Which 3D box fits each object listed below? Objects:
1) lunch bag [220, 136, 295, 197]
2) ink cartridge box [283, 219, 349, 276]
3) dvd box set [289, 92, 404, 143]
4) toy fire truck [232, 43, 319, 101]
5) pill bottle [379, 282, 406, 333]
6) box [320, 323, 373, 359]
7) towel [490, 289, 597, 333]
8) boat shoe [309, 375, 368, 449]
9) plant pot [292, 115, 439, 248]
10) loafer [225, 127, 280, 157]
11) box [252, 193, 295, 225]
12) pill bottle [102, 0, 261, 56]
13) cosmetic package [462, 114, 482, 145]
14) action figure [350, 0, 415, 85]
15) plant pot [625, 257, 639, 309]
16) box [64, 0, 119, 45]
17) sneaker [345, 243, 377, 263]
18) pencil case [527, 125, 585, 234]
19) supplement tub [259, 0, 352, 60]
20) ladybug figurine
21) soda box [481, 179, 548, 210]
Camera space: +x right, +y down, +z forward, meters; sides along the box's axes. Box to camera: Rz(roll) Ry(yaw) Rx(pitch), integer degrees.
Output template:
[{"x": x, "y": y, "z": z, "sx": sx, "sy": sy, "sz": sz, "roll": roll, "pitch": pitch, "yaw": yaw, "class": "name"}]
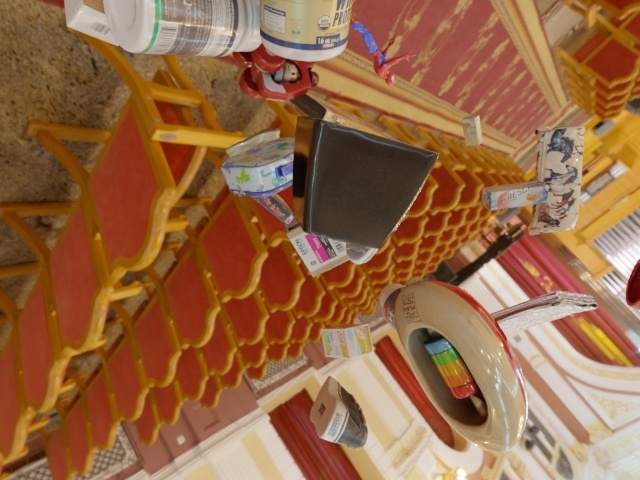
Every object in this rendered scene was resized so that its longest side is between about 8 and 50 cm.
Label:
[{"x": -0.109, "y": -0.177, "z": 1.028, "sx": 0.219, "sy": 0.176, "sz": 0.090, "roll": -36, "pitch": 122, "yaw": -39, "class": "lunch bag"}, {"x": 0.000, "y": 0.000, "z": 1.654, "sx": 0.193, "sy": 0.088, "sz": 0.234, "roll": -27, "pitch": 123, "yaw": 5, "class": "ink cartridge box"}, {"x": 0.113, "y": -0.437, "z": 1.631, "sx": 0.420, "sy": 0.307, "sz": 0.062, "roll": 14, "pitch": 114, "yaw": -34, "class": "dvd box set"}, {"x": -0.127, "y": -0.581, "z": 1.377, "sx": 0.254, "sy": 0.302, "sz": 0.169, "roll": -5, "pitch": 162, "yaw": -30, "class": "toy fire truck"}, {"x": 0.345, "y": 0.282, "z": 1.679, "sx": 0.176, "sy": 0.176, "sz": 0.318, "roll": -36, "pitch": -160, "yaw": -2, "class": "pill bottle"}, {"x": 0.098, "y": 0.376, "z": 1.626, "sx": 0.103, "sy": 0.114, "sz": 0.203, "roll": -7, "pitch": 173, "yaw": -27, "class": "box"}, {"x": 0.687, "y": 0.245, "z": 1.411, "sx": 0.332, "sy": 0.053, "sz": 0.317, "roll": 10, "pitch": 148, "yaw": -41, "class": "towel"}, {"x": 0.047, "y": 0.397, "z": 1.000, "sx": 0.108, "sy": 0.102, "sz": 0.301, "roll": -62, "pitch": -178, "yaw": -10, "class": "boat shoe"}, {"x": 0.043, "y": -0.091, "z": 0.691, "sx": 0.187, "sy": 0.188, "sz": 0.167, "roll": -125, "pitch": -130, "yaw": -70, "class": "plant pot"}, {"x": -0.295, "y": -0.429, "z": 1.960, "sx": 0.269, "sy": 0.092, "sz": 0.102, "roll": -19, "pitch": -158, "yaw": 16, "class": "loafer"}, {"x": -0.192, "y": -0.157, "z": 1.425, "sx": 0.044, "sy": 0.159, "sz": 0.233, "roll": -46, "pitch": 126, "yaw": 6, "class": "box"}, {"x": -0.320, "y": -0.570, "z": 1.080, "sx": 0.361, "sy": 0.204, "sz": 0.204, "roll": -22, "pitch": 158, "yaw": -46, "class": "pill bottle"}, {"x": 0.621, "y": -0.449, "z": 1.772, "sx": 0.060, "sy": 0.115, "sz": 0.041, "roll": 7, "pitch": -145, "yaw": 45, "class": "cosmetic package"}, {"x": 0.190, "y": -0.627, "z": 1.345, "sx": 0.139, "sy": 0.280, "sz": 0.091, "roll": -25, "pitch": -156, "yaw": 15, "class": "action figure"}, {"x": 1.059, "y": 0.139, "z": 1.308, "sx": 0.191, "sy": 0.174, "sz": 0.191, "roll": 18, "pitch": 90, "yaw": -73, "class": "plant pot"}, {"x": -0.554, "y": -0.603, "z": 1.078, "sx": 0.091, "sy": 0.170, "sz": 0.130, "roll": -20, "pitch": 167, "yaw": 36, "class": "box"}, {"x": 0.172, "y": -0.043, "z": 1.158, "sx": 0.281, "sy": 0.105, "sz": 0.115, "roll": -56, "pitch": 133, "yaw": -19, "class": "sneaker"}, {"x": 0.878, "y": -0.221, "z": 1.630, "sx": 0.184, "sy": 0.410, "sz": 0.160, "roll": 2, "pitch": -175, "yaw": -8, "class": "pencil case"}, {"x": -0.030, "y": -0.620, "z": 1.025, "sx": 0.228, "sy": 0.228, "sz": 0.316, "roll": -27, "pitch": 143, "yaw": -30, "class": "supplement tub"}, {"x": 0.349, "y": 0.282, "z": 1.062, "sx": 0.162, "sy": 0.449, "sz": 0.305, "roll": -24, "pitch": 176, "yaw": -29, "class": "ladybug figurine"}, {"x": 0.587, "y": -0.137, "z": 1.312, "sx": 0.183, "sy": 0.058, "sz": 0.063, "roll": -9, "pitch": -157, "yaw": -4, "class": "soda box"}]
